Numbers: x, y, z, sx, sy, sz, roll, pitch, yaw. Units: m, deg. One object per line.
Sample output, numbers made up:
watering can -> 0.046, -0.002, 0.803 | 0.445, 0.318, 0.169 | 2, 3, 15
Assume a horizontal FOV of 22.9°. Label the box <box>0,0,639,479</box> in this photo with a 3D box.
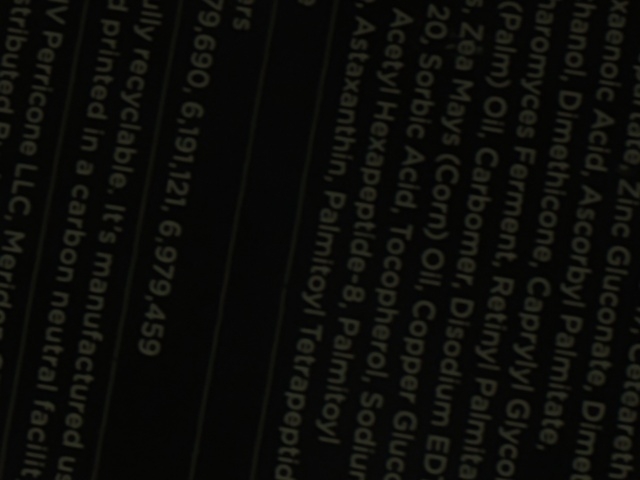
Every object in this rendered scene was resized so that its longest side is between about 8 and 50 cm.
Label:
box -> 0.085, 0.009, 0.689 | 0.472, 0.297, 0.480 | 8, 175, 5
